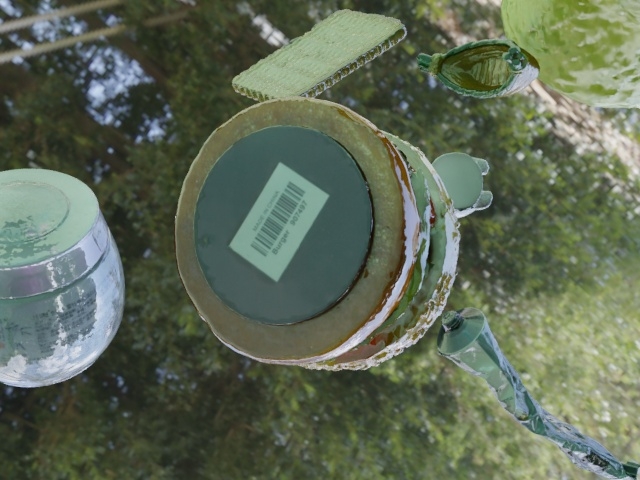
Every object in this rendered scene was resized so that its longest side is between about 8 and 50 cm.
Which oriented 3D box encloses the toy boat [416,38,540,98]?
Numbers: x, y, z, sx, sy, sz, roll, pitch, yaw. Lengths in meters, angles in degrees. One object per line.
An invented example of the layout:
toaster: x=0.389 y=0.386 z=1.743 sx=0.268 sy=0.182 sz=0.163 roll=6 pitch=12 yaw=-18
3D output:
toy boat: x=0.234 y=-0.253 z=1.509 sx=0.229 sy=0.088 sz=0.089 roll=11 pitch=-93 yaw=59

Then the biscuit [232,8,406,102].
biscuit: x=-0.001 y=-0.287 z=1.622 sx=0.254 sy=0.029 sz=0.172 roll=-37 pitch=-144 yaw=-22

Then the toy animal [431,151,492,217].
toy animal: x=0.224 y=-0.076 z=1.822 sx=0.131 sy=0.103 sz=0.221 roll=-20 pitch=170 yaw=-13

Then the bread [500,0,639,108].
bread: x=0.466 y=-0.401 z=1.571 sx=0.308 sy=0.348 sz=0.348 roll=95 pitch=16 yaw=-68

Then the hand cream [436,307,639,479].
hand cream: x=0.191 y=0.140 z=0.927 sx=0.052 sy=0.248 sz=0.075 roll=-48 pitch=-156 yaw=3

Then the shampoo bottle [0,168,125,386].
shampoo bottle: x=-0.429 y=0.054 z=1.520 sx=0.273 sy=0.266 sz=0.273 roll=1 pitch=-143 yaw=0

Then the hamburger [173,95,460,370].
hamburger: x=0.000 y=0.000 z=1.268 sx=0.330 sy=0.250 sz=0.330 roll=-2 pitch=-95 yaw=24
